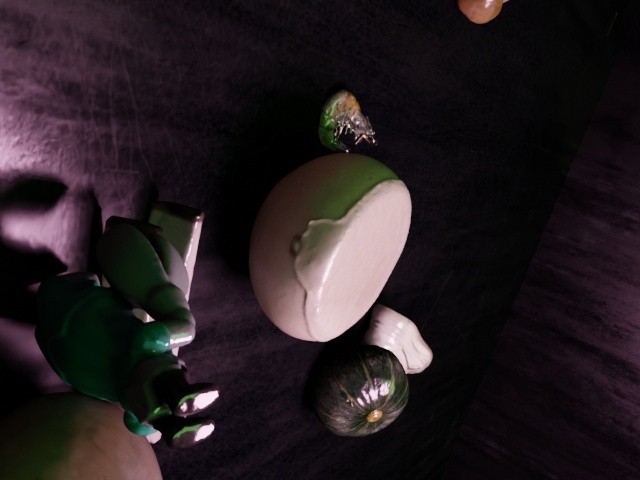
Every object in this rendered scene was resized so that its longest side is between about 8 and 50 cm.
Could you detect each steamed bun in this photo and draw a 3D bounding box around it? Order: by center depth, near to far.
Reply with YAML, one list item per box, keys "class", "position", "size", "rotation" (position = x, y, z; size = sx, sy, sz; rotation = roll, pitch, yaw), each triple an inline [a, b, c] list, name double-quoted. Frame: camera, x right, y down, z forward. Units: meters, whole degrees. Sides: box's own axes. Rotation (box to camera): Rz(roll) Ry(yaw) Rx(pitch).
- class: "steamed bun"
  position: [0.000, 0.000, 1.057]
  size: [0.283, 0.177, 0.283]
  rotation: [-42, 149, -34]

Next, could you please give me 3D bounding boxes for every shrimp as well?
- class: "shrimp"
  position: [0.041, -0.180, 1.149]
  size: [0.091, 0.034, 0.161]
  rotation: [-54, 147, 4]

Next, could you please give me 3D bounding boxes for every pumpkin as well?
- class: "pumpkin"
  position: [0.083, 0.309, 1.480]
  size: [0.211, 0.152, 0.212]
  rotation: [-18, 142, -14]

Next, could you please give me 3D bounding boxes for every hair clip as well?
- class: "hair clip"
  position: [-0.214, 0.119, 0.867]
  size: [0.101, 0.085, 0.331]
  rotation: [-50, 152, -68]

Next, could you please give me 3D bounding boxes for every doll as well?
- class: "doll"
  position: [-0.186, 0.117, 0.722]
  size: [0.153, 0.258, 0.195]
  rotation: [-4, 139, -45]

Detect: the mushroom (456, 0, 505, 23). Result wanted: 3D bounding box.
- class: "mushroom"
  position: [0.376, -0.539, 1.347]
  size: [0.350, 0.128, 0.128]
  rotation: [-47, 149, -22]

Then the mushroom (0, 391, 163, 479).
- class: "mushroom"
  position: [-0.317, 0.322, 0.715]
  size: [0.362, 0.294, 0.363]
  rotation: [-165, -90, -89]

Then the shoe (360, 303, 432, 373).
- class: "shoe"
  position: [0.159, 0.274, 1.654]
  size: [0.159, 0.124, 0.316]
  rotation: [-56, 146, -19]
